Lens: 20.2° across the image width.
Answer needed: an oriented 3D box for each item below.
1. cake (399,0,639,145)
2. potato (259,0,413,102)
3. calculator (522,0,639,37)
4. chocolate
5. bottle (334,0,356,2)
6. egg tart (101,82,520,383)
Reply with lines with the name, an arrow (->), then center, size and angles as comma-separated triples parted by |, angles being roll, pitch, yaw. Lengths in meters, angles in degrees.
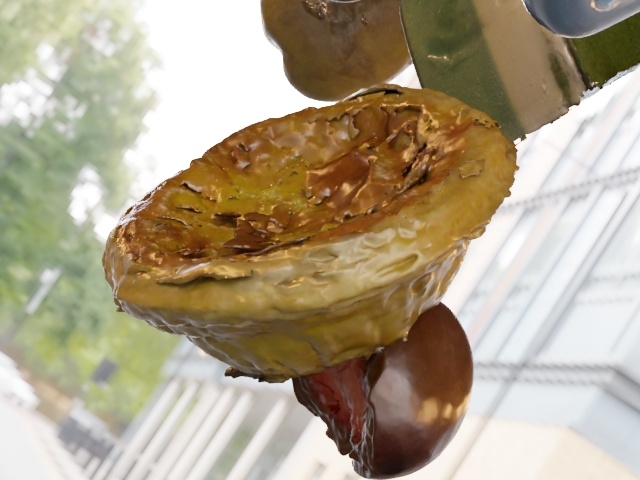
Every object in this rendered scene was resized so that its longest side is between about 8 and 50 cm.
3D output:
cake -> 0.206, -0.200, 1.578 | 0.158, 0.283, 0.172 | -32, -92, 40
potato -> 0.061, -0.288, 1.989 | 0.191, 0.296, 0.141 | 46, -1, 0
calculator -> 0.110, -0.161, 0.639 | 0.039, 0.121, 0.210 | 50, -11, 41
chocolate -> 0.042, 0.099, 1.202 | 0.124, 0.127, 0.133 | 67, 10, -59
bottle -> 0.024, -0.312, 1.581 | 0.079, 0.096, 0.254 | 11, -34, 4
egg tart -> 0.000, 0.000, 1.181 | 0.290, 0.290, 0.115 | 21, -42, 57
